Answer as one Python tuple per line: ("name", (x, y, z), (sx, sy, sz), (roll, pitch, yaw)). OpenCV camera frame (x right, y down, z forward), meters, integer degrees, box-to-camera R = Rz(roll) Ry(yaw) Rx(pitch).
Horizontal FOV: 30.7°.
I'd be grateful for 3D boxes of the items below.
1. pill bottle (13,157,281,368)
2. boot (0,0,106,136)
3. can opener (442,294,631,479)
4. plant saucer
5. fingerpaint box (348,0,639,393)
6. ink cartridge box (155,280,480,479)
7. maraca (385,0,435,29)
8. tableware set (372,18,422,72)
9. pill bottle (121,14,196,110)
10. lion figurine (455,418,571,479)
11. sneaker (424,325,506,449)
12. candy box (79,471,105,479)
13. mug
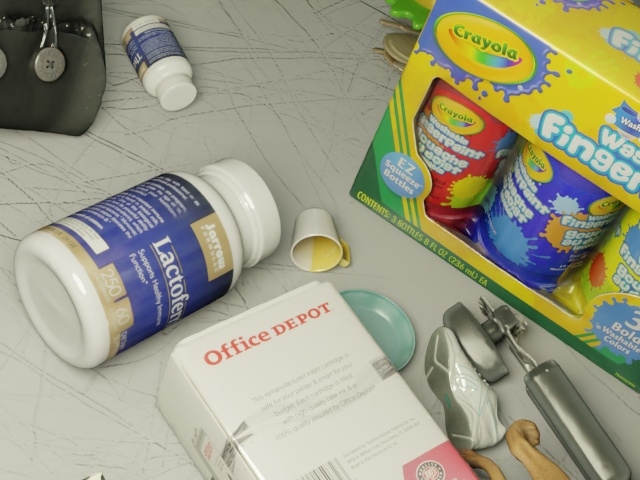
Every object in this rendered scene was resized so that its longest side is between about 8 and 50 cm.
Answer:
("pill bottle", (-0.179, 0.015, 1.253), (0.264, 0.153, 0.153), (-30, 67, -35))
("boot", (-0.443, -0.140, 1.263), (0.146, 0.367, 0.445), (24, 20, 32))
("can opener", (0.250, 0.179, 1.342), (0.093, 0.074, 0.280), (-37, 65, -1))
("plant saucer", (0.050, 0.110, 1.345), (0.119, 0.021, 0.119), (9, 51, -12))
("fingerpaint box", (0.296, -0.084, 1.359), (0.445, 0.371, 0.163), (35, 50, 9))
("ink cartridge box", (-0.005, 0.206, 1.185), (0.207, 0.117, 0.283), (-23, 64, -32))
("maraca", (0.175, -0.353, 1.706), (0.127, 0.099, 0.185), (33, 46, 25))
("tableware set", (0.174, -0.246, 1.666), (0.194, 0.039, 0.128), (12, 38, -18))
("pill bottle", (-0.204, -0.226, 1.494), (0.067, 0.067, 0.120), (-13, 58, -28))
("lion figurine", (0.300, 0.325, 1.131), (0.392, 0.142, 0.240), (20, 18, 5))
("sneaker", (0.163, 0.169, 1.324), (0.061, 0.054, 0.152), (2, 58, -30))
("candy box", (-0.175, 0.338, 0.992), (0.071, 0.159, 0.233), (-19, 60, -32))
("mug", (-0.004, -0.001, 1.401), (0.062, 0.078, 0.064), (-15, 43, 9))
